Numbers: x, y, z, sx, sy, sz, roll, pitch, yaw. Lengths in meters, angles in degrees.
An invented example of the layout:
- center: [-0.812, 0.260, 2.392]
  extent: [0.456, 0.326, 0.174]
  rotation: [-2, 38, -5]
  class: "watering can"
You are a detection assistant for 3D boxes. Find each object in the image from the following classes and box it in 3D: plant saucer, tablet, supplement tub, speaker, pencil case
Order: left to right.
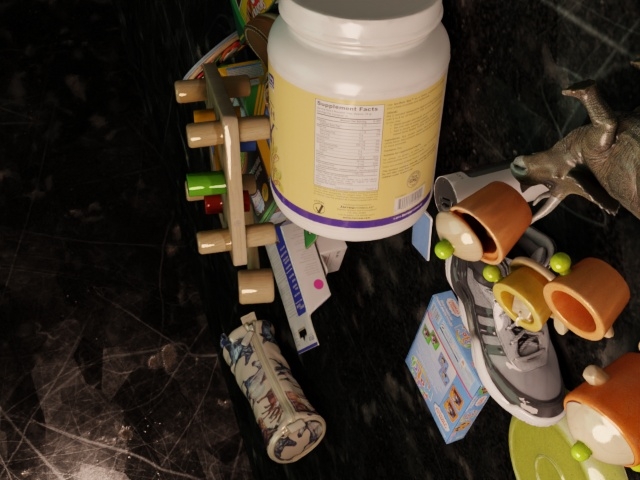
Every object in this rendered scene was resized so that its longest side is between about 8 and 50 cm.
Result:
- center: [-0.126, 0.382, 2.258]
  extent: [0.410, 0.160, 0.183]
  rotation: [56, 168, 45]
  class: "pencil case"
- center: [0.048, -0.192, 1.186]
  extent: [0.241, 0.241, 0.331]
  rotation: [-124, 26, -45]
  class: "supplement tub"
- center: [0.160, -0.014, 1.365]
  extent: [0.054, 0.006, 0.083]
  rotation: [-126, 27, -47]
  class: "tablet"
- center: [0.201, -0.061, 1.002]
  extent: [0.055, 0.136, 0.055]
  rotation: [166, 90, -72]
  class: "speaker"
- center: [0.310, 0.303, 1.124]
  extent: [0.241, 0.037, 0.241]
  rotation: [166, 90, -71]
  class: "plant saucer"

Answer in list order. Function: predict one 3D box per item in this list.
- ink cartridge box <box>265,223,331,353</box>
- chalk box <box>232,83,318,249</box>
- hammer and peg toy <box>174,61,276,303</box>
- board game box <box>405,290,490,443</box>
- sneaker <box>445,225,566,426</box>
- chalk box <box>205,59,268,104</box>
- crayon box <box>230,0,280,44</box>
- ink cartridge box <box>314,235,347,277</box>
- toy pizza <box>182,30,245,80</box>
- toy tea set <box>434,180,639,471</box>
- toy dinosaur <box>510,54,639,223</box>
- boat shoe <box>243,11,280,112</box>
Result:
- center: [-0.056, 0.035, 1.745]
  extent: [0.176, 0.069, 0.371]
  rotation: [137, 119, -71]
  class: "ink cartridge box"
- center: [-0.043, -0.132, 1.599]
  extent: [0.180, 0.179, 0.289]
  rotation: [135, 118, -68]
  class: "chalk box"
- center: [-0.157, -0.083, 1.425]
  extent: [0.266, 0.127, 0.361]
  rotation: [-115, 20, -56]
  class: "hammer and peg toy"
- center: [0.200, 0.201, 1.360]
  extent: [0.211, 0.039, 0.160]
  rotation: [103, 147, -53]
  class: "board game box"
- center: [0.238, 0.085, 1.058]
  extent: [0.153, 0.101, 0.269]
  rotation: [106, 147, -62]
  class: "sneaker"
- center: [-0.177, -0.301, 1.926]
  extent: [0.213, 0.132, 0.132]
  rotation: [160, 95, -70]
  class: "chalk box"
- center: [-0.097, -0.554, 1.540]
  extent: [0.363, 0.106, 0.313]
  rotation: [166, 89, -72]
  class: "crayon box"
- center: [0.000, 0.000, 1.753]
  extent: [0.104, 0.060, 0.180]
  rotation: [108, 143, -60]
  class: "ink cartridge box"
- center: [-0.219, -0.397, 1.907]
  extent: [0.032, 0.201, 0.201]
  rotation: [50, 163, -6]
  class: "toy pizza"
- center: [0.236, 0.097, 0.879]
  extent: [0.336, 0.124, 0.200]
  rotation: [44, 163, 22]
  class: "toy tea set"
- center: [0.305, -0.069, 0.783]
  extent: [0.313, 0.121, 0.160]
  rotation: [34, 148, 57]
  class: "toy dinosaur"
- center: [-0.038, -0.258, 1.452]
  extent: [0.324, 0.120, 0.122]
  rotation: [47, 165, 28]
  class: "boat shoe"
